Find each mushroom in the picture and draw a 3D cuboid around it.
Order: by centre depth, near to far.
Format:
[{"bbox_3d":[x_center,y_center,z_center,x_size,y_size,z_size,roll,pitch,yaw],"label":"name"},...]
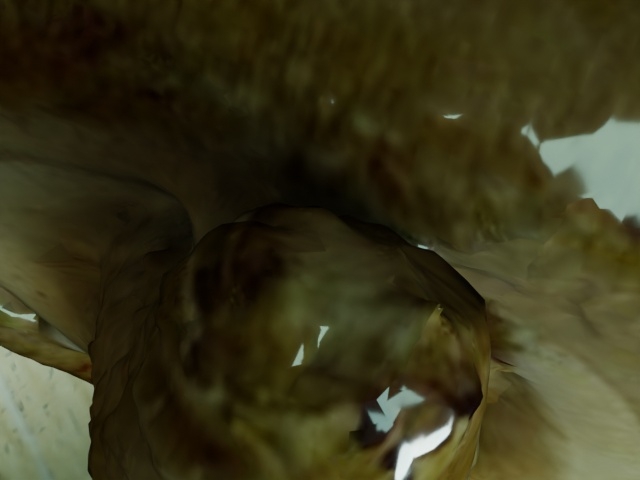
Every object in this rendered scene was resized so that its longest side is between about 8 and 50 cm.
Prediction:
[{"bbox_3d":[0.011,-0.021,0.557,0.239,0.345,0.345,-43,133,-10],"label":"mushroom"}]
